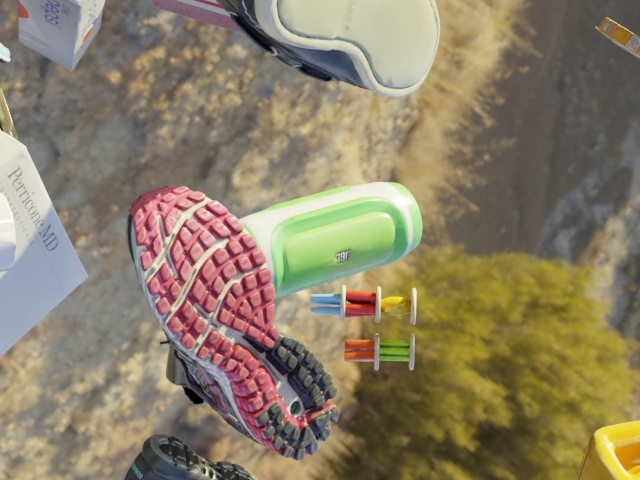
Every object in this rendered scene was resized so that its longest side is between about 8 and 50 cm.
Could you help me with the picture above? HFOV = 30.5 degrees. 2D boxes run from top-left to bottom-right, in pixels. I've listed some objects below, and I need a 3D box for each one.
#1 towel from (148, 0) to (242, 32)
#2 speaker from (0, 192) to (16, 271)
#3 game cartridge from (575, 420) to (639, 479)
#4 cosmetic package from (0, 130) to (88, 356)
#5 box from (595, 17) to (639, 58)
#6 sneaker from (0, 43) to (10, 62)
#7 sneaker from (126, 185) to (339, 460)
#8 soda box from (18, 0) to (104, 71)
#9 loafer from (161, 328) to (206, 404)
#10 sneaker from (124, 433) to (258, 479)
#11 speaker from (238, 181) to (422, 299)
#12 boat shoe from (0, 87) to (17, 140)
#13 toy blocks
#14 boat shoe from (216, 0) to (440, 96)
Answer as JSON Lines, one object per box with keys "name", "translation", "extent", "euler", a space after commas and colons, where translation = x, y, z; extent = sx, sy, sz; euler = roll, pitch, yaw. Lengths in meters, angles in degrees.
{"name": "towel", "translation": [-0.198, -0.441, 1.920], "extent": [0.329, 0.237, 0.037], "euler": [83, 25, -74]}
{"name": "speaker", "translation": [-0.268, 0.002, 0.755], "extent": [0.136, 0.055, 0.055], "euler": [-9, 143, -31]}
{"name": "game cartridge", "translation": [0.258, 0.218, 0.723], "extent": [0.285, 0.053, 0.324], "euler": [-6, 131, -17]}
{"name": "cosmetic package", "translation": [-0.431, 0.065, 1.117], "extent": [0.385, 0.156, 0.217], "euler": [-45, 148, -21]}
{"name": "box", "translation": [0.505, -0.313, 1.882], "extent": [0.081, 0.136, 0.028], "euler": [15, 114, -54]}
{"name": "sneaker", "translation": [-0.564, -0.348, 1.958], "extent": [0.162, 0.063, 0.073], "euler": [47, 55, -67]}
{"name": "sneaker", "translation": [-0.100, 0.084, 1.088], "extent": [0.121, 0.112, 0.299], "euler": [-43, 121, -31]}
{"name": "soda box", "translation": [-0.371, -0.342, 1.683], "extent": [0.091, 0.098, 0.286], "euler": [-62, -172, -15]}
{"name": "loafer", "translation": [-0.193, 0.191, 1.820], "extent": [0.087, 0.094, 0.251], "euler": [-55, 155, -21]}
{"name": "sneaker", "translation": [-0.178, 0.387, 1.788], "extent": [0.106, 0.267, 0.101], "euler": [-52, -155, 12]}
{"name": "speaker", "translation": [0.000, 0.000, 1.707], "extent": [0.296, 0.131, 0.131], "euler": [-16, 149, -29]}
{"name": "boat shoe", "translation": [-0.627, -0.147, 2.274], "extent": [0.104, 0.307, 0.111], "euler": [-17, 156, -12]}
{"name": "toy blocks", "translation": [0.059, 0.123, 1.654], "extent": [0.054, 0.148, 0.123], "euler": [-76, 168, -72]}
{"name": "boat shoe", "translation": [0.005, -0.219, 1.138], "extent": [0.340, 0.113, 0.127], "euler": [-3, 111, -59]}
